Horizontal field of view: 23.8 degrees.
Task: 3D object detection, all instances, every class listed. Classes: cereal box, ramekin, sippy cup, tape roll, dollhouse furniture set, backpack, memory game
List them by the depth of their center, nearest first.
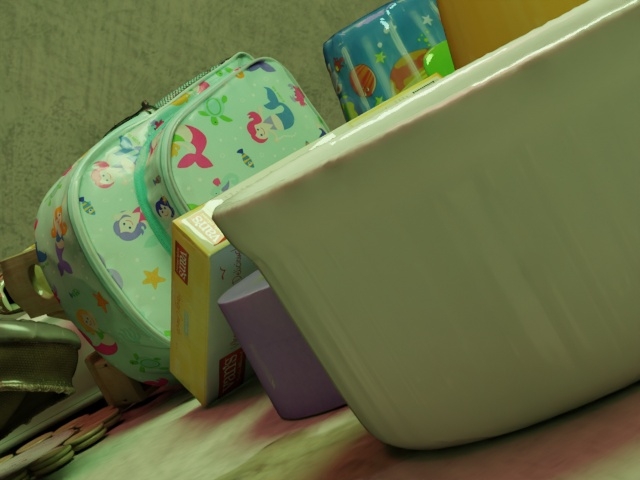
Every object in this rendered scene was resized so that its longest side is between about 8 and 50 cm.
[{"bbox_3d":[0.103,-0.021,0.687,0.277,0.135,0.277,-28,5,3],"label":"ramekin"},{"bbox_3d":[0.039,0.026,0.904,0.189,0.080,0.189,-29,5,3],"label":"tape roll"},{"bbox_3d":[0.000,0.000,1.078,0.240,0.047,0.173,-30,-32,-28],"label":"cereal box"},{"bbox_3d":[-0.092,-0.013,1.231,0.253,0.225,0.191,-36,3,-32],"label":"backpack"},{"bbox_3d":[-0.244,0.185,1.242,0.186,0.012,0.186,-28,5,2],"label":"memory game"},{"bbox_3d":[-0.160,0.040,1.346,0.101,0.161,0.182,-16,14,48],"label":"dollhouse furniture set"},{"bbox_3d":[0.120,-0.190,1.920,0.305,0.224,0.240,-25,5,43],"label":"sippy cup"}]

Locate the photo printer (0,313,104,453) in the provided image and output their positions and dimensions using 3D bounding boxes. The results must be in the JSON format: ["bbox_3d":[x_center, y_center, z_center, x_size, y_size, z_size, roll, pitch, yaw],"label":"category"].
[{"bbox_3d":[-0.241,0.106,1.497,0.308,0.107,0.256,-29,4,0],"label":"photo printer"}]

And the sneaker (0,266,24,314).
[{"bbox_3d":[-0.251,0.021,1.538,0.188,0.066,0.071,-34,21,-10],"label":"sneaker"}]

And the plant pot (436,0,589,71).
[{"bbox_3d":[0.181,-0.130,1.105,0.205,0.188,0.205,-28,5,3],"label":"plant pot"}]

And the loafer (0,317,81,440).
[{"bbox_3d":[-0.315,0.176,1.149,0.366,0.130,0.134,-32,-23,24],"label":"loafer"}]
